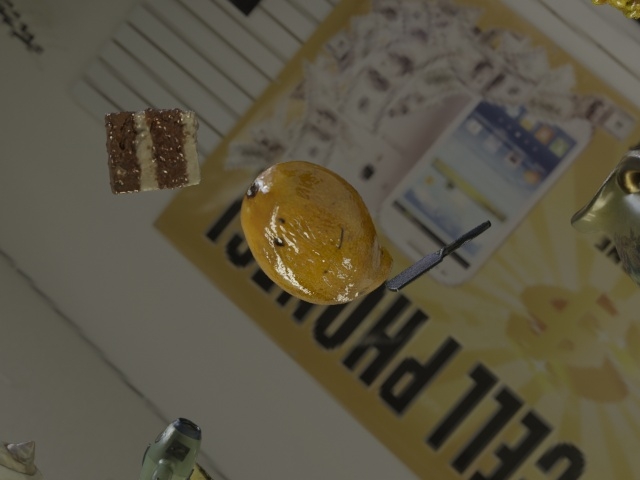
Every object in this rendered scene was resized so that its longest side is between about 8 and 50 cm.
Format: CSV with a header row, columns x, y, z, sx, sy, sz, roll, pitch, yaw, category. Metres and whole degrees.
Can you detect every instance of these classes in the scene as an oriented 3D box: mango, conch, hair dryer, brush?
x,y,z,sx,sy,sz,roll,pitch,yaw,category
0.001,0.002,1.518,0.262,0.157,0.109,41,-174,-37,mango
-0.524,0.376,1.784,0.127,0.255,0.158,57,179,8,conch
-0.213,0.326,1.488,0.067,0.167,0.199,27,-160,-3,hair dryer
0.185,0.024,1.846,0.016,0.193,0.063,57,173,-14,brush

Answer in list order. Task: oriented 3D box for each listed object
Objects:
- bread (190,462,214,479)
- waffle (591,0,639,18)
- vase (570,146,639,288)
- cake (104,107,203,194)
x,y,z,sx,sy,sz,roll,pitch,yaw,category
-0.098,0.549,2.053,0.404,0.242,0.346,20,160,-6,bread
0.276,-0.281,1.038,0.193,0.197,0.070,14,152,7,waffle
0.596,-0.051,2.071,0.302,0.241,0.329,40,168,29,vase
-0.266,-0.143,1.906,0.147,0.135,0.134,-4,-173,-10,cake
